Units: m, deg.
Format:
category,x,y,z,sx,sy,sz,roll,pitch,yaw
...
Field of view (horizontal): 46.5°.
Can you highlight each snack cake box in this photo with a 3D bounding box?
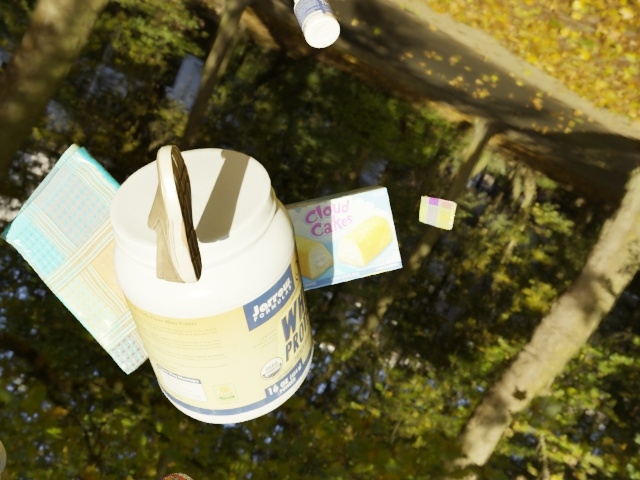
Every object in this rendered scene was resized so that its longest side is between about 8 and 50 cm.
category,x,y,z,sx,sy,sz,roll,pitch,yaw
snack cake box,0.000,0.000,1.355,0.265,0.152,0.089,-13,-170,-6

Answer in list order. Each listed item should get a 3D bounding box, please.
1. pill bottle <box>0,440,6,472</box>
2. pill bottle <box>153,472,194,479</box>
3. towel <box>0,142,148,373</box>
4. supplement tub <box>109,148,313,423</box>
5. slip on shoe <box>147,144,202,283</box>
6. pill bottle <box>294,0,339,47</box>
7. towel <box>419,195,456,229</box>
category,x,y,z,sx,sy,sz,roll,pitch,yaw
pill bottle,-0.772,0.510,1.513,0.188,0.187,0.334,24,-173,-5
pill bottle,-0.277,0.430,1.131,0.108,0.108,0.193,31,-162,32
towel,-0.397,0.040,1.363,0.370,0.271,0.040,49,-154,0
supplement tub,-0.136,0.062,0.977,0.229,0.316,0.228,-5,-139,4
slip on shoe,-0.139,-0.021,0.678,0.041,0.135,0.051,-2,-147,5
pill bottle,-0.011,-0.424,1.399,0.067,0.067,0.120,18,-139,-40
towel,0.246,-0.059,1.566,0.083,0.060,0.009,16,-162,39
